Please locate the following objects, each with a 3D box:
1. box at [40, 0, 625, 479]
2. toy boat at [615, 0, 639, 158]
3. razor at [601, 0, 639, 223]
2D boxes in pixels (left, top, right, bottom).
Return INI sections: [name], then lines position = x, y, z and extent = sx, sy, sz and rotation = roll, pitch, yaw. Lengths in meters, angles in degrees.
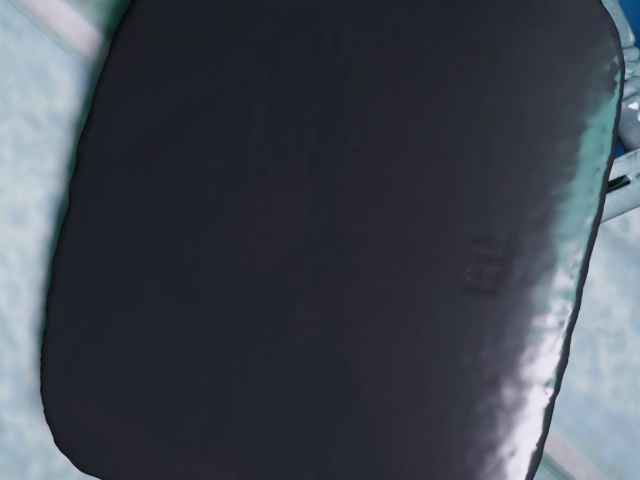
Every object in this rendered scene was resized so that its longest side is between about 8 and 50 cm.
[box]
position = 0.000, 0.000, 0.543
extent = 0.042, 0.201, 0.212
rotation = 5, 95, -69
[toy boat]
position = 0.181, -0.101, 0.671
extent = 0.299, 0.062, 0.096
rotation = -30, 107, -20
[razor]
position = 0.088, -0.123, 0.579
extent = 0.106, 0.068, 0.232
rotation = -21, 84, -18
